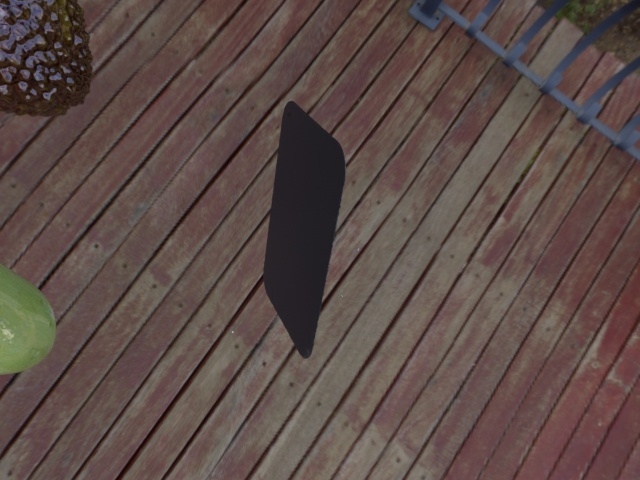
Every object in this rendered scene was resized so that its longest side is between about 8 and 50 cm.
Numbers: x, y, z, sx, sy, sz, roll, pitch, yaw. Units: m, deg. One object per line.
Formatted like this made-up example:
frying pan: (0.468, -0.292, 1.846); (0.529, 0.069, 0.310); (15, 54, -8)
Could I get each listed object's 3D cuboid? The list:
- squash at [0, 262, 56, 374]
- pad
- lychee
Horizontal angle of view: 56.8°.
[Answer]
squash: (-0.285, 0.031, 0.424); (0.083, 0.250, 0.083); (-10, 57, 15)
pad: (0.000, 0.001, 0.934); (0.063, 0.315, 0.376); (-4, 123, -23)
lychee: (-0.431, -0.288, 0.804); (0.235, 0.271, 0.236); (-15, 46, 16)
